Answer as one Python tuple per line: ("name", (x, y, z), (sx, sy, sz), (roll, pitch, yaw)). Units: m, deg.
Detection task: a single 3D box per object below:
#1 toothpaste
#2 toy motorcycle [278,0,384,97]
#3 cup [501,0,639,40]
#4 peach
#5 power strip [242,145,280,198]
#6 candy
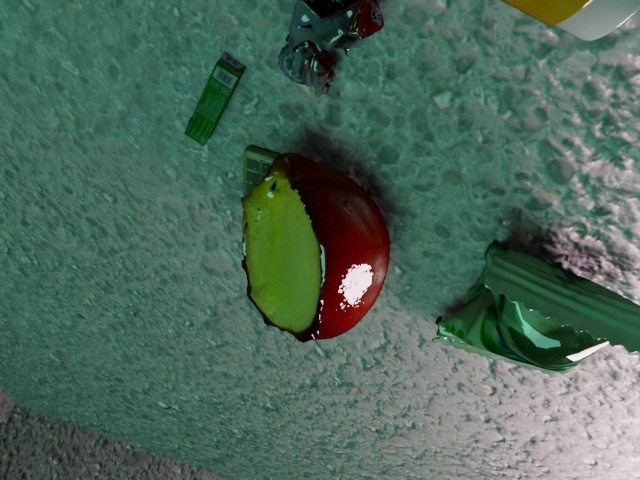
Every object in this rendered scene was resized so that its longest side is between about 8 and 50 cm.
("toothpaste", (-0.178, -0.230, 0.988), (0.043, 0.037, 0.178), (31, 140, -10))
("toy motorcycle", (0.013, -0.278, 0.804), (0.122, 0.082, 0.213), (37, 149, 4))
("cup", (0.233, -0.338, 0.571), (0.226, 0.185, 0.241), (29, 109, -11))
("peach", (0.000, 0.000, 1.021), (0.258, 0.201, 0.361), (34, 136, 41))
("power strip", (-0.106, -0.096, 1.096), (0.076, 0.028, 0.168), (17, 139, 10))
("candy", (0.350, 0.153, 1.023), (0.263, 0.171, 0.397), (25, 153, 9))
